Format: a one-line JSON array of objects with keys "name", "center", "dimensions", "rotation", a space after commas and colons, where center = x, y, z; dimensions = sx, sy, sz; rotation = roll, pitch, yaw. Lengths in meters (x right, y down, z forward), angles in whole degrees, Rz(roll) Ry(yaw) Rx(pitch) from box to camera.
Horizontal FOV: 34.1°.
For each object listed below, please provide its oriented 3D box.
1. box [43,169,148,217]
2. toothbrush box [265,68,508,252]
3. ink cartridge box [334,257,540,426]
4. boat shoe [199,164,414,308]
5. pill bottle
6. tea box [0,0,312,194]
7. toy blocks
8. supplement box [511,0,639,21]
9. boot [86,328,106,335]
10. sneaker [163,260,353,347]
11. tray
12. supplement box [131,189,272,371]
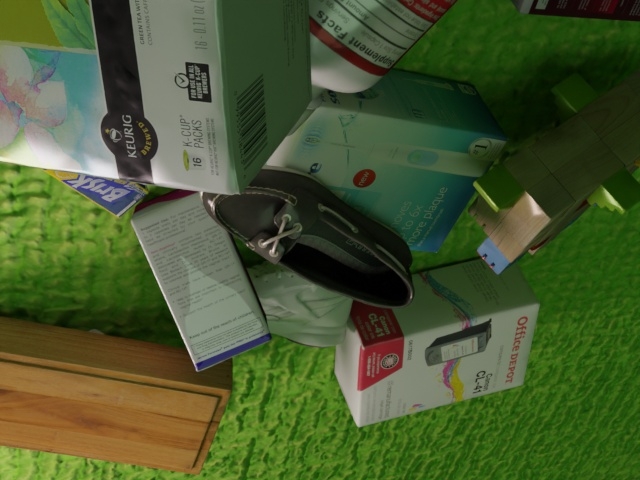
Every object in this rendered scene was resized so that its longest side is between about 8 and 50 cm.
[{"name": "box", "center": [-0.295, -0.098, 1.301], "dimensions": [0.059, 0.054, 0.169], "rotation": [-38, 136, 15]}, {"name": "toothbrush box", "center": [0.062, -0.112, 1.394], "dimensions": [0.296, 0.126, 0.216], "rotation": [7, 130, -28]}, {"name": "ink cartridge box", "center": [0.186, 0.164, 1.722], "dimensions": [0.306, 0.131, 0.226], "rotation": [-12, 136, -11]}, {"name": "boat shoe", "center": [0.000, 0.000, 1.316], "dimensions": [0.335, 0.095, 0.112], "rotation": [23, 123, -38]}, {"name": "pill bottle", "center": [0.041, -0.309, 1.109], "dimensions": [0.229, 0.229, 0.408], "rotation": [27, 118, -40]}, {"name": "tea box", "center": [-0.193, -0.248, 0.936], "dimensions": [0.324, 0.220, 0.329], "rotation": [9, 124, 17]}, {"name": "toy blocks", "center": [0.344, -0.082, 1.491], "dimensions": [0.381, 0.190, 0.261], "rotation": [-33, 167, -24]}, {"name": "supplement box", "center": [0.365, -0.351, 1.314], "dimensions": [0.239, 0.073, 0.130], "rotation": [1, 133, -17]}, {"name": "boot", "center": [-0.327, 0.207, 1.593], "dimensions": [0.086, 0.069, 0.190], "rotation": [-27, 130, 14]}, {"name": "sneaker", "center": [-0.085, 0.067, 1.545], "dimensions": [0.305, 0.114, 0.152], "rotation": [9, 108, -30]}, {"name": "tray", "center": [-0.351, 0.226, 1.512], "dimensions": [0.411, 0.076, 0.202], "rotation": [12, 128, -13]}, {"name": "supplement box", "center": [-0.158, 0.041, 1.387], "dimensions": [0.114, 0.111, 0.220], "rotation": [-23, 104, -1]}]
